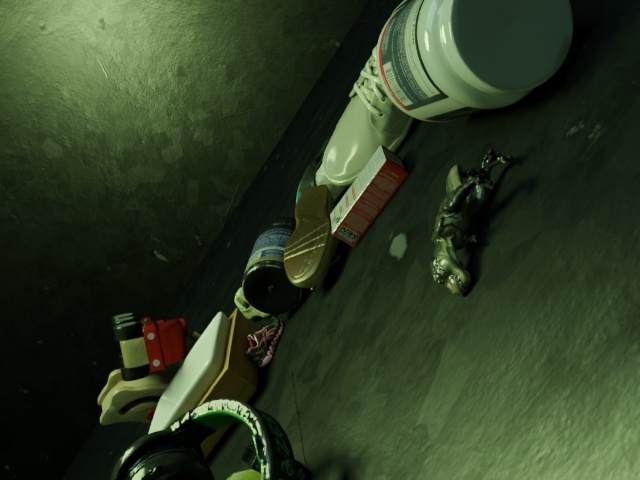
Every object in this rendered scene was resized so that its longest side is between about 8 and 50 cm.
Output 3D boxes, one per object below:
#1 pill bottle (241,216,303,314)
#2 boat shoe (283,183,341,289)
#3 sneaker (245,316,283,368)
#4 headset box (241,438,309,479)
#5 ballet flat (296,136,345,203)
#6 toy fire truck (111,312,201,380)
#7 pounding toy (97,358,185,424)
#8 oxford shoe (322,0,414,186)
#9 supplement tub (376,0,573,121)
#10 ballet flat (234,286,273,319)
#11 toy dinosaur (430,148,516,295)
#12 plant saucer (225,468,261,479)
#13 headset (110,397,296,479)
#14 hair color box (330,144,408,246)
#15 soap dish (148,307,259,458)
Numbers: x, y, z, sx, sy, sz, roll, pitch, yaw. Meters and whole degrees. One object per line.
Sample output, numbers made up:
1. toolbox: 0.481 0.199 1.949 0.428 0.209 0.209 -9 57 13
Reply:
1. pill bottle: -0.084 0.043 1.527 0.123 0.123 0.219 -52 13 29
2. boat shoe: 0.000 0.000 1.444 0.104 0.089 0.285 -22 32 24
3. sneaker: -0.113 0.190 1.460 0.047 0.057 0.119 -50 15 41
4. headset box: -0.064 0.296 0.991 0.032 0.083 0.062 -62 13 -12
5. ballet flat: 0.022 -0.153 1.662 0.096 0.095 0.280 -30 30 41
6. toy fire truck: -0.324 0.230 1.654 0.217 0.246 0.158 -174 73 -73
7. pounding toy: -0.388 0.358 1.765 0.155 0.269 0.154 -123 38 -54
8. oxford shoe: 0.127 -0.298 1.410 0.449 0.130 0.169 -52 52 23
9. supplement tub: 0.202 -0.271 1.035 0.191 0.191 0.272 -60 14 -4
10. ballet flat: -0.149 0.129 1.674 0.086 0.086 0.248 -63 14 -16
11. toy dinosaur: 0.182 -0.054 0.926 0.118 0.064 0.268 -56 8 40
12. plant saucer: -0.166 0.423 1.078 0.188 0.045 0.188 -49 4 38
13. headset: -0.208 0.350 0.914 0.394 0.185 0.243 -41 39 16
14. hair color box: 0.085 -0.081 1.345 0.167 0.053 0.093 -53 16 19
15. soap dish: -0.228 0.307 1.490 0.291 0.118 0.229 -54 14 18
